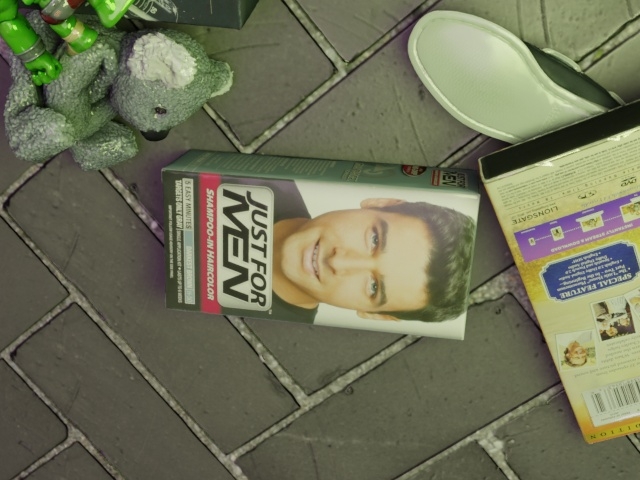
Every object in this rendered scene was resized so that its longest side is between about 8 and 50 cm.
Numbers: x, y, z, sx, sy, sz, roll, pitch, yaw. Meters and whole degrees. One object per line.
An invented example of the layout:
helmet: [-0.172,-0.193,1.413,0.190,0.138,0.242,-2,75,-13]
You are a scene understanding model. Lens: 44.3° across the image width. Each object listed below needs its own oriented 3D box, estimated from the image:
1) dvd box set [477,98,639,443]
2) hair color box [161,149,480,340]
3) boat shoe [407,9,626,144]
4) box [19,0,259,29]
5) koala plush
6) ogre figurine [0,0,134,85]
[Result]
dvd box set: [0.392,0.037,0.892,0.308,0.062,0.420,-20,119,16]
hair color box: [0.000,0.000,0.979,0.375,0.113,0.185,5,109,8]
boat shoe: [0.235,-0.164,0.893,0.302,0.091,0.114,35,121,-5]
box: [-0.213,-0.417,0.783,0.313,0.179,0.343,6,130,7]
koala plush: [-0.224,-0.191,0.917,0.221,0.196,0.203,-2,91,14]
ogre figurine: [-0.253,-0.245,0.757,0.197,0.096,0.118,-18,138,41]
